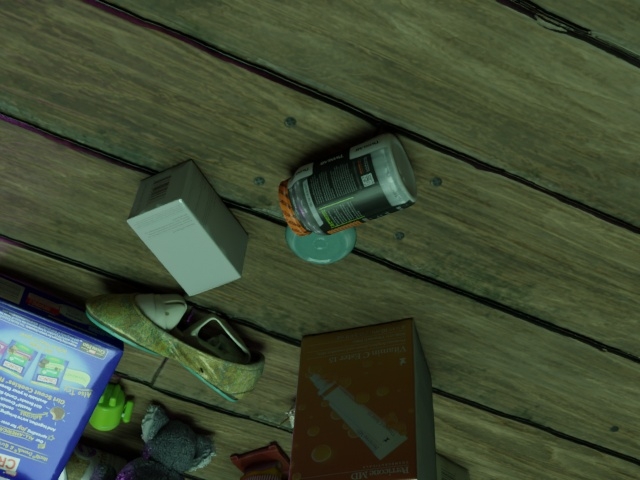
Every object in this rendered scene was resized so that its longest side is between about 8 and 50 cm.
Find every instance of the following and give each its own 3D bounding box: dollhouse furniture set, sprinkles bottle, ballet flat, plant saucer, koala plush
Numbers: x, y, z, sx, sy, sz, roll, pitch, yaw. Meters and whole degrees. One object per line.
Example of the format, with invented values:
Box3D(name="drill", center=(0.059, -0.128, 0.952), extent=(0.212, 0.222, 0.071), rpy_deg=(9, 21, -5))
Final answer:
Box3D(name="dollhouse furniture set", center=(-0.006, 0.504, 1.852), extent=(0.374, 0.201, 0.152), rpy_deg=(-22, 126, 22))
Box3D(name="sprinkles bottle", center=(-0.505, 0.481, 1.921), extent=(0.355, 0.121, 0.121), rpy_deg=(23, 128, -16))
Box3D(name="ballet flat", center=(-0.244, 0.162, 1.644), extent=(0.348, 0.123, 0.123), rpy_deg=(35, 125, -23))
Box3D(name="plant saucer", center=(0.000, 0.000, 1.533), extent=(0.119, 0.021, 0.119), rpy_deg=(2, 131, 3))
Box3D(name="koala plush", center=(-0.315, 0.452, 1.832), extent=(0.196, 0.221, 0.203), rpy_deg=(37, 154, -16))

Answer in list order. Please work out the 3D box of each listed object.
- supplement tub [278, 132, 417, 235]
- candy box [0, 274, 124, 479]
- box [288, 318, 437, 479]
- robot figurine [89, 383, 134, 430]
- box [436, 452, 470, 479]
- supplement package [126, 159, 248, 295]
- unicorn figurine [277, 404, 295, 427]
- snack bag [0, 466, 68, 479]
Box3D(name="supplement tub", center=(0.040, -0.078, 1.399), extent=(0.190, 0.117, 0.117), rpy_deg=(-19, 127, 19))
Box3D(name="candy box", center=(-0.537, 0.255, 1.655), extent=(0.268, 0.122, 0.317), rpy_deg=(26, 102, -17))
Box3D(name="box", center=(0.078, 0.327, 1.597), extent=(0.215, 0.345, 0.168), rpy_deg=(-11, 129, 12))
Box3D(name="robot figurine", center=(-0.419, 0.327, 1.815), extent=(0.101, 0.067, 0.115), rpy_deg=(14, 131, -6))
Box3D(name="box", center=(0.167, 0.586, 1.948), extent=(0.121, 0.148, 0.311), rpy_deg=(33, 124, -21))
Box3D(name="supplement package", center=(-0.207, -0.017, 1.478), extent=(0.105, 0.105, 0.179), rpy_deg=(-21, 126, 20))
Box3D(name="unicorn figurine", center=(0.001, 0.353, 1.823), extent=(0.162, 0.060, 0.111), rpy_deg=(-18, 129, -2))
Box3D(name="snack bag", center=(-0.656, 0.340, 1.776), extent=(0.323, 0.037, 0.343), rpy_deg=(-2, 105, 4))
